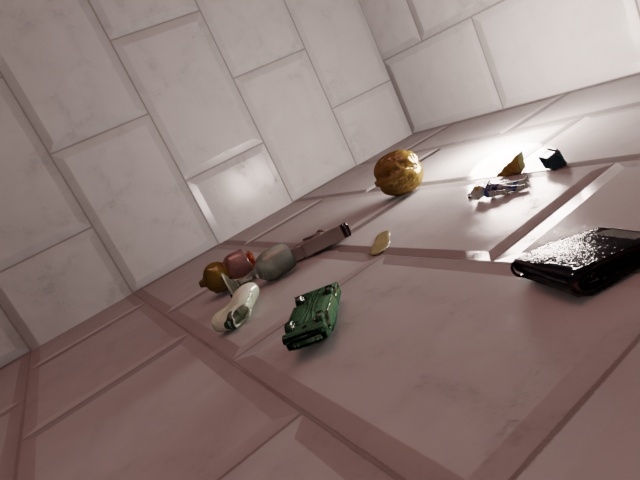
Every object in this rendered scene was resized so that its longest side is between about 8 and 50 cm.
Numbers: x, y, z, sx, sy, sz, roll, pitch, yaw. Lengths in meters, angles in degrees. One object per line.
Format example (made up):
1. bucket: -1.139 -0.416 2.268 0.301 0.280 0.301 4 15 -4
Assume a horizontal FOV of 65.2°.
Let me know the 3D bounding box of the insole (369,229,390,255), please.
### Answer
1. insole: 0.239 0.005 1.977 0.081 0.011 0.248 -21 14 19

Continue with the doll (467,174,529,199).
1. doll: 0.662 -0.195 1.885 0.227 0.057 0.114 -15 22 31

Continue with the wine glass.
1. wine glass: -0.261 0.128 2.139 0.321 0.143 0.143 -27 14 -7

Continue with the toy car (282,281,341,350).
1. toy car: -0.013 0.219 1.465 0.141 0.097 0.320 -21 14 14

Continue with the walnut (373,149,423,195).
1. walnut: 0.388 -0.337 2.521 0.257 0.224 0.257 -25 6 3

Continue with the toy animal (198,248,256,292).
1. toy animal: -0.423 0.148 2.306 0.281 0.169 0.195 -30 49 -8

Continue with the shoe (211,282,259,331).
1. shoe: -0.286 0.249 1.864 0.110 0.095 0.265 -7 28 37

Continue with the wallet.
1. wallet: 0.607 0.040 1.141 0.262 0.071 0.221 -24 9 -8

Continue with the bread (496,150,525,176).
1. bread: 0.780 -0.315 2.061 0.109 0.080 0.084 -6 22 47

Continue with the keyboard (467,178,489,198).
1. keyboard: 0.651 -0.214 2.058 0.055 0.014 0.176 -11 20 35

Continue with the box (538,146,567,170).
1. box: 0.875 -0.305 1.892 0.054 0.074 0.099 -38 13 8

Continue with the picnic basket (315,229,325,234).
1. picnic basket: 0.000 0.000 2.331 0.072 0.072 0.083 -9 54 49

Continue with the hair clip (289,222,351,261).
1. hair clip: -0.023 0.013 2.250 0.331 0.085 0.101 -23 12 17
